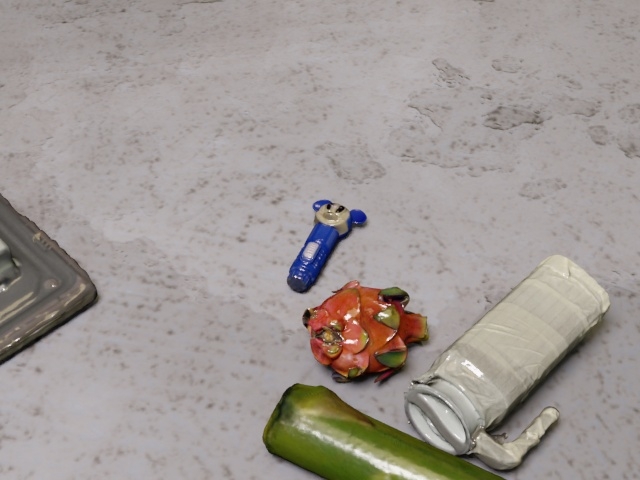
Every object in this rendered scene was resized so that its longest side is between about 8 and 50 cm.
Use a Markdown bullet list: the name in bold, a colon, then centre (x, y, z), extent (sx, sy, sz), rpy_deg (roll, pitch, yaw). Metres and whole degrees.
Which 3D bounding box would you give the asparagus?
- **asparagus**: centre (0.083, 0.186, 0.799), extent (0.277, 0.060, 0.067), rpy_deg (20, 37, 17)

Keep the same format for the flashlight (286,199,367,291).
- **flashlight**: centre (0.000, 0.000, 1.003), extent (0.057, 0.035, 0.121), rpy_deg (18, 46, 14)

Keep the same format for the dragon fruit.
- **dragon fruit**: centre (0.043, 0.076, 0.898), extent (0.116, 0.086, 0.081), rpy_deg (-15, 8, -28)

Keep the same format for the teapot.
- **teapot**: centre (0.167, 0.108, 0.877), extent (0.200, 0.077, 0.107), rpy_deg (-36, 75, -33)

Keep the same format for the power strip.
- **power strip**: centre (-0.373, 0.024, 0.924), extent (0.257, 0.092, 0.251), rpy_deg (37, 51, 26)
